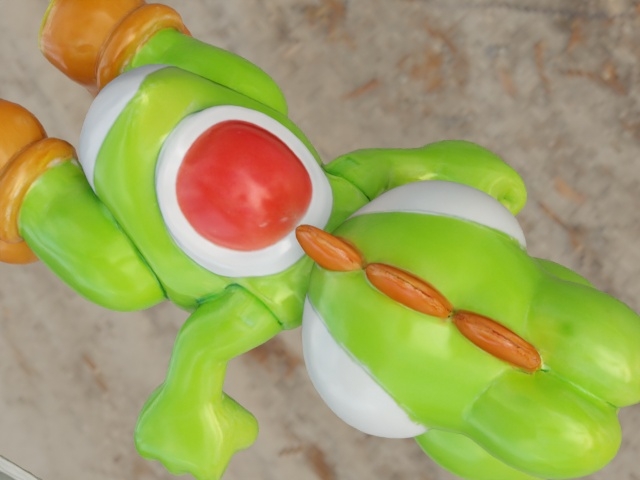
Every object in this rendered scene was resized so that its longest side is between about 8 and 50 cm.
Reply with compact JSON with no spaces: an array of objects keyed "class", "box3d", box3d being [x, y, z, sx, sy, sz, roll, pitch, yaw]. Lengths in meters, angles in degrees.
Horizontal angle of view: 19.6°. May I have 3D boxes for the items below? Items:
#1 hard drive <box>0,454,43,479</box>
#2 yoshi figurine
[{"class":"hard drive","box3d":[-0.193,0.120,0.669,0.339,0.237,0.064,34,106,-16]},{"class":"yoshi figurine","box3d":[0.003,0.018,0.897,0.362,0.203,0.203,29,121,28]}]
